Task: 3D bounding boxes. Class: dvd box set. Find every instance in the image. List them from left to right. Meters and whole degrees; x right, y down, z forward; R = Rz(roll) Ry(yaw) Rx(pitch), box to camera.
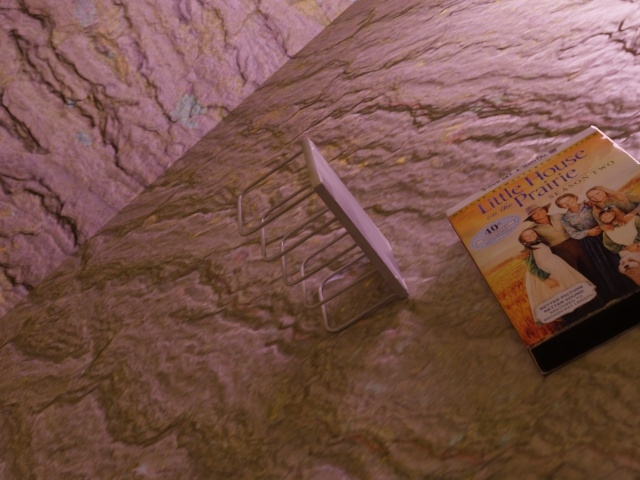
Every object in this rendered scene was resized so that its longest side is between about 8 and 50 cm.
[{"bbox_3d":[0.392,-0.009,1.229,0.308,0.062,0.420,-30,29,9],"label":"dvd box set"}]

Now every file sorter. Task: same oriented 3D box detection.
[{"bbox_3d":[0.000,0.000,1.420,0.173,0.277,0.193,-34,28,12],"label":"file sorter"}]
